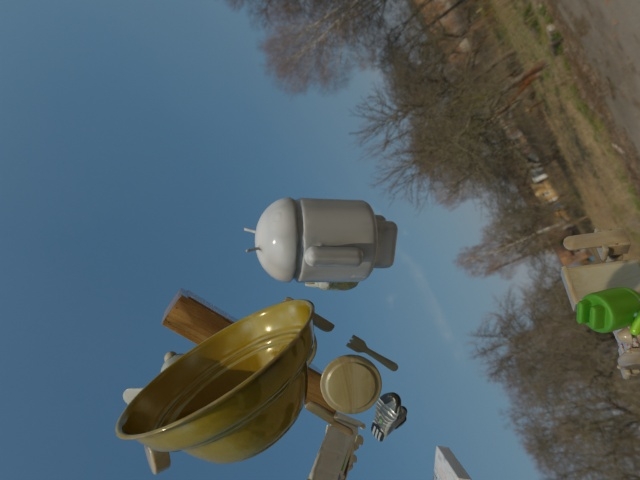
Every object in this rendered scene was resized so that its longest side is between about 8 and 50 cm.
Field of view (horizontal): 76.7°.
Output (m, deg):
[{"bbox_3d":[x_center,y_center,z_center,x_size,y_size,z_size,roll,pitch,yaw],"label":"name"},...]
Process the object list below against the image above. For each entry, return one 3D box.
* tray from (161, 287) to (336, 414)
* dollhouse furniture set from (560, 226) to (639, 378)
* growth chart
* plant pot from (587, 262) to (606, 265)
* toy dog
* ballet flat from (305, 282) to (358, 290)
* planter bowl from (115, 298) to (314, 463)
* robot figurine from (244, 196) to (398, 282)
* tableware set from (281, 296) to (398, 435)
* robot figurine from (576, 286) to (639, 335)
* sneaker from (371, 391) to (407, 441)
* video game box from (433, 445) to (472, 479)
[{"bbox_3d":[-0.153,0.247,0.918,0.411,0.203,0.076,36,-103,-14],"label":"tray"},{"bbox_3d":[0.780,0.189,1.151,0.355,0.174,0.303,59,-151,-47],"label":"dollhouse furniture set"},{"bbox_3d":[0.034,0.559,1.031,0.172,0.021,0.237,48,-122,-33],"label":"growth chart"},{"bbox_3d":[0.954,0.165,1.340,0.167,0.167,0.165,-16,-81,-60],"label":"plant pot"},{"bbox_3d":[-0.320,0.349,0.902,0.220,0.333,0.161,4,-151,-50],"label":"toy dog"},{"bbox_3d":[-0.037,0.087,1.233,0.123,0.349,0.123,-14,-68,-41],"label":"ballet flat"},{"bbox_3d":[-0.081,0.155,0.416,0.090,0.217,0.217,61,-151,-9],"label":"planter bowl"},{"bbox_3d":[0.000,0.000,0.959,0.300,0.354,0.199,-136,49,-73],"label":"robot figurine"},{"bbox_3d":[-0.001,0.173,0.584,0.194,0.128,0.039,33,-174,-2],"label":"tableware set"},{"bbox_3d":[0.491,0.115,0.681,0.101,0.115,0.067,-151,52,-71],"label":"robot figurine"},{"bbox_3d":[0.261,0.598,1.427,0.132,0.228,0.086,-12,-140,-35],"label":"sneaker"},{"bbox_3d":[0.377,0.738,1.181,0.205,0.048,0.187,89,-169,-87],"label":"video game box"}]
